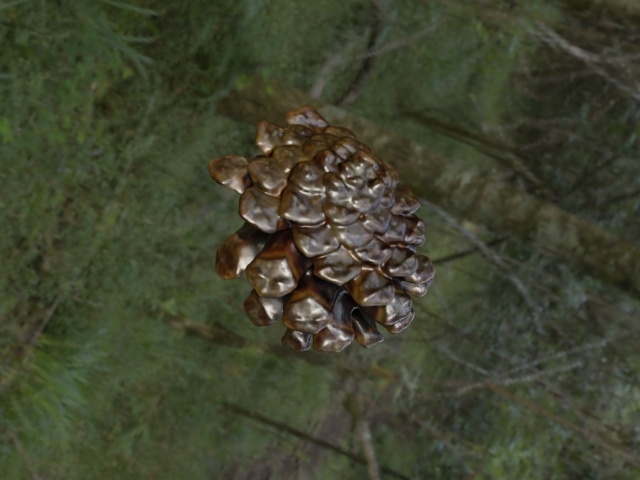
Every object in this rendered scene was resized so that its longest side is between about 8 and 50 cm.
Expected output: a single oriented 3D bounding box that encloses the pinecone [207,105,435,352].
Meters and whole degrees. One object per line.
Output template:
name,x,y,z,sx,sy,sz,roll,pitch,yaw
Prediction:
pinecone,0.000,0.001,1.039,0.202,0.229,0.201,-27,157,-15
